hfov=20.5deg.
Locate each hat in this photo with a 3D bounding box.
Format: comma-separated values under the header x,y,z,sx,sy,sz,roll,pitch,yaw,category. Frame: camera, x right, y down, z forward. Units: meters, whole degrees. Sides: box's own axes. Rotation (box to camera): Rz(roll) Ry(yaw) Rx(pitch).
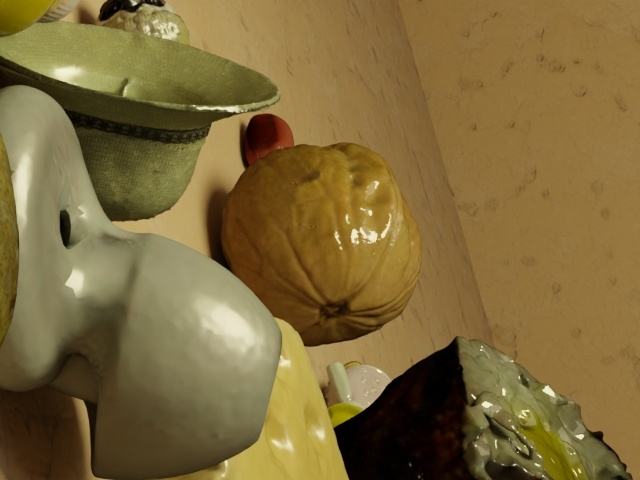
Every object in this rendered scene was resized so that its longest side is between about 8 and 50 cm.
x,y,z,sx,sy,sz,roll,pitch,yaw,category
-0.170,-0.086,1.423,0.257,0.257,0.130,-56,161,-73,hat

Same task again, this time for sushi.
x,y,z,sx,sy,sz,roll,pitch,yaw,category
0.132,0.276,1.815,0.299,0.294,0.281,38,24,-29,sushi

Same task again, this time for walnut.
x,y,z,sx,sy,sz,roll,pitch,yaw,category
0.000,0.000,1.893,0.228,0.228,0.228,-18,90,-77,walnut

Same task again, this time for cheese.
x,y,z,sx,sy,sz,roll,pitch,yaw,category
-0.054,0.229,1.538,0.384,0.104,0.384,56,23,-38,cheese

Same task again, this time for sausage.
x,y,z,sx,sy,sz,roll,pitch,yaw,category
-0.059,-0.110,2.099,0.094,0.059,0.054,-96,168,-48,sausage

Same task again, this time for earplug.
x,y,z,sx,sy,sz,roll,pitch,yaw,category
-0.158,0.037,1.270,0.325,0.175,0.214,51,26,-27,earplug

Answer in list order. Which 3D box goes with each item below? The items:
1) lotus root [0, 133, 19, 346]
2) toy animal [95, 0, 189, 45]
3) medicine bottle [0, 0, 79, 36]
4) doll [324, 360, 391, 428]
x,y,z,sx,sy,sz,roll,pitch,yaw,category
-0.247,0.019,1.001,0.154,0.154,0.278,49,29,-58,lotus root
-0.170,-0.183,1.700,0.137,0.098,0.098,82,-2,-62,toy animal
-0.249,-0.212,1.341,0.212,0.122,0.122,9,64,-76,medicine bottle
0.040,0.203,2.050,0.129,0.081,0.207,61,18,-13,doll
